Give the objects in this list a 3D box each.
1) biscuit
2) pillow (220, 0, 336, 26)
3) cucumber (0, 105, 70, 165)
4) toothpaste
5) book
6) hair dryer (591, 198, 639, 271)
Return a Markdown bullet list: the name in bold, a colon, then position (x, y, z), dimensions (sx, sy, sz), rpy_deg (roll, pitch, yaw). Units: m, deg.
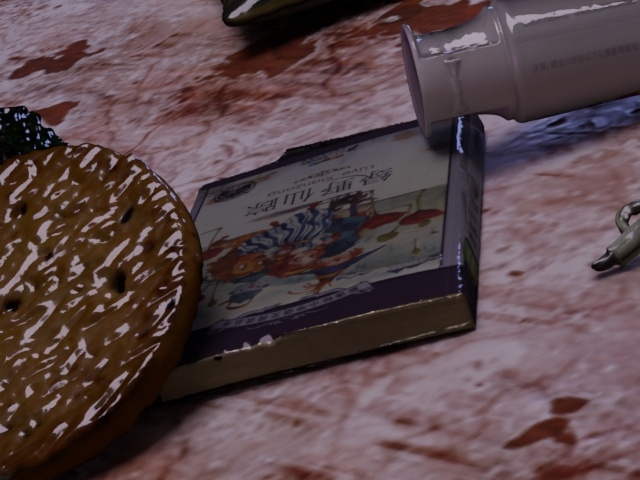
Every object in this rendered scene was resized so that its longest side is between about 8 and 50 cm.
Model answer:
- **biscuit**: position (-0.136, 0.036, 0.870), dimensions (0.187, 0.027, 0.188), rpy_deg (-15, 49, 18)
- **pillow**: position (0.019, -0.212, 1.365), dimensions (0.208, 0.052, 0.212), rpy_deg (-17, 23, -2)
- **cucumber**: position (-0.142, -0.009, 1.003), dimensions (0.077, 0.077, 0.265), rpy_deg (-25, 22, -11)
- **toothpaste**: position (0.203, -0.115, 0.969), dimensions (0.323, 0.066, 0.100), rpy_deg (-13, 20, -1)
- **book**: position (0.000, -0.001, 0.928), dimensions (0.157, 0.026, 0.231), rpy_deg (-16, 22, 13)
- **hair dryer**: position (0.225, -0.041, 0.789), dimensions (0.167, 0.067, 0.199), rpy_deg (26, 74, 39)
